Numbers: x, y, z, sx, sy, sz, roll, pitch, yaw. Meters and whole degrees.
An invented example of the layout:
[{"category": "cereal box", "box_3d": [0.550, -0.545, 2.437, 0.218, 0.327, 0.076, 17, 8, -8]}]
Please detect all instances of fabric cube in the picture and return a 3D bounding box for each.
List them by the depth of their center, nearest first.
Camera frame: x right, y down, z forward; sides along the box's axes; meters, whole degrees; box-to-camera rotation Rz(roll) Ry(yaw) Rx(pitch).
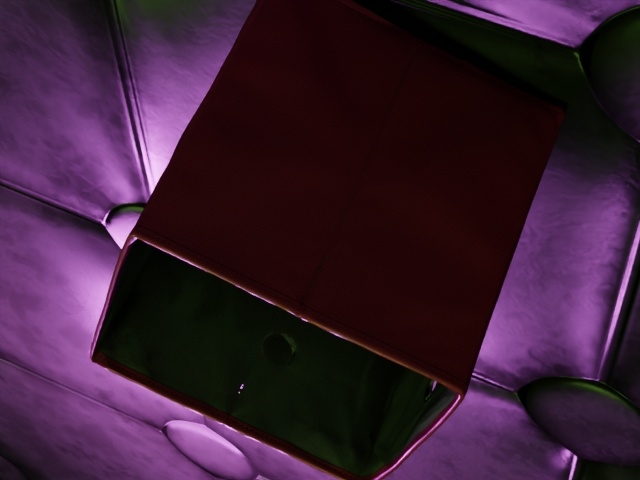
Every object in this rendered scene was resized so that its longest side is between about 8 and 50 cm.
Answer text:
[{"category": "fabric cube", "box_3d": [0.000, 0.000, 1.035, 0.259, 0.258, 0.254, 26, 150, -3]}]
